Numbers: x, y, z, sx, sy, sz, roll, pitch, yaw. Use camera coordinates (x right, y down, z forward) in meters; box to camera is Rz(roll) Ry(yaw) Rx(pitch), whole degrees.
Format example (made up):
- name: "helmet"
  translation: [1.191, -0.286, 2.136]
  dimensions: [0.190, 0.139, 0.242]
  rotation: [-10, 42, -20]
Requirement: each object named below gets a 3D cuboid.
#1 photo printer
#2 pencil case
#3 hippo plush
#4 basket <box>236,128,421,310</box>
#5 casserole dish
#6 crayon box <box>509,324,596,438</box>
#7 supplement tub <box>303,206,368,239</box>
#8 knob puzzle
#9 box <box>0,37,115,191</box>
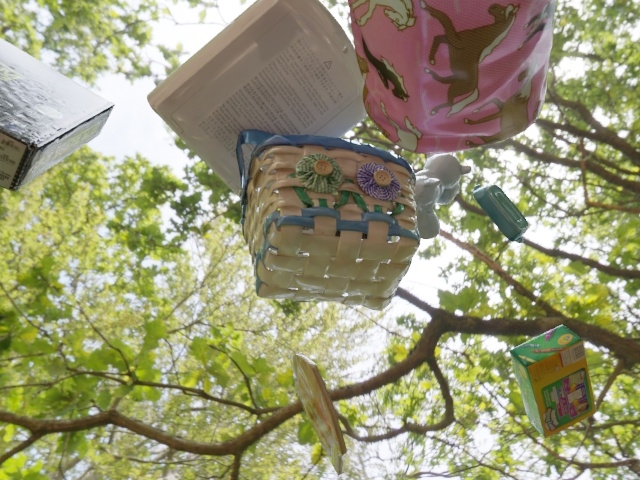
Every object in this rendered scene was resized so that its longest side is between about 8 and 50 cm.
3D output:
- name: "photo printer"
  translation: [-0.078, -0.234, 0.753]
  dimensions: [0.308, 0.256, 0.107]
  rotation: [-40, -146, 5]
- name: "pencil case"
  translation: [0.061, -0.219, 0.279]
  dimensions: [0.160, 0.386, 0.167]
  rotation: [-7, -123, 19]
- name: "hippo plush"
  translation: [0.308, -0.178, 1.407]
  dimensions: [0.235, 0.294, 0.236]
  rotation: [27, -121, 28]
- name: "basket"
  translation: [0.012, -0.055, 0.641]
  dimensions: [0.255, 0.200, 0.288]
  rotation: [6, -143, -16]
- name: "casserole dish"
  translation: [0.472, -0.078, 1.188]
  dimensions: [0.114, 0.037, 0.188]
  rotation: [-20, -110, -47]
- name: "crayon box"
  translation: [0.632, 0.385, 1.245]
  dimensions: [0.166, 0.278, 0.081]
  rotation: [-25, -156, -3]
- name: "supplement tub"
  translation: [0.000, 0.000, 1.452]
  dimensions: [0.339, 0.207, 0.207]
  rotation: [-13, -122, -21]
- name: "knob puzzle"
  translation: [0.001, 0.264, 0.761]
  dimensions: [0.030, 0.213, 0.213]
  rotation: [-19, -121, -19]
- name: "box"
  translation: [-0.280, -0.127, 0.352]
  dimensions: [0.045, 0.191, 0.184]
  rotation: [-54, -161, 19]
